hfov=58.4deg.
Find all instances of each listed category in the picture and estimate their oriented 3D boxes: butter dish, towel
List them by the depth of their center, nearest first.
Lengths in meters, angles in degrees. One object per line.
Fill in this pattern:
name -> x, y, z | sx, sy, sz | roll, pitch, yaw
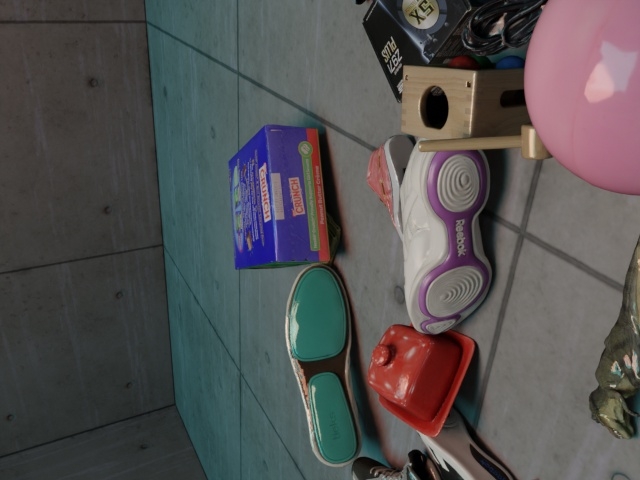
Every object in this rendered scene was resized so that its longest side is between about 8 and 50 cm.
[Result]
butter dish -> 0.129, 0.192, 0.878 | 0.160, 0.118, 0.160 | 15, 79, 62
towel -> 0.000, 0.000, 1.212 | 0.110, 0.027, 0.148 | 57, 145, 35

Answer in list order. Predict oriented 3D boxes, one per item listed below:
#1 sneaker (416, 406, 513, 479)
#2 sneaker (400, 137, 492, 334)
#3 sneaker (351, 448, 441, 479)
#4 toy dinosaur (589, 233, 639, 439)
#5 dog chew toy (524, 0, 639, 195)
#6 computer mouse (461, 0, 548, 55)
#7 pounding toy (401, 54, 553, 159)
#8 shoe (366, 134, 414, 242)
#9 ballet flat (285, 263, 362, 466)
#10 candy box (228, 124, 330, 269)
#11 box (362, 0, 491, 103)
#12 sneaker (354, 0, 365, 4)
sneaker -> 0.199, 0.350, 0.894 | 0.217, 0.079, 0.121 | 48, 141, 46
sneaker -> 0.172, -0.012, 0.815 | 0.152, 0.114, 0.305 | -108, 17, -64
sneaker -> 0.147, 0.422, 1.038 | 0.228, 0.086, 0.132 | 21, 114, 48
toy dinosaur -> 0.331, 0.108, 0.567 | 0.118, 0.064, 0.268 | -140, 48, -61
dog chew toy -> 0.311, -0.099, 0.387 | 0.331, 0.206, 0.207 | 38, 133, 41
computer mouse -> 0.186, -0.341, 0.567 | 0.188, 0.072, 0.272 | -18, 110, 37
pounding toy -> 0.178, -0.152, 0.627 | 0.206, 0.181, 0.094 | 32, 127, 56
shoe -> 0.123, -0.072, 0.908 | 0.081, 0.063, 0.178 | 157, 103, -68
ballet flat -> 0.007, 0.254, 1.186 | 0.139, 0.139, 0.401 | 149, 115, -62
candy box -> -0.101, -0.076, 1.230 | 0.317, 0.122, 0.268 | 167, 99, -68
box -> 0.145, -0.295, 0.754 | 0.180, 0.077, 0.148 | -49, 58, 58
sneaker -> 0.089, -0.404, 0.866 | 0.162, 0.063, 0.073 | 11, 127, 66
